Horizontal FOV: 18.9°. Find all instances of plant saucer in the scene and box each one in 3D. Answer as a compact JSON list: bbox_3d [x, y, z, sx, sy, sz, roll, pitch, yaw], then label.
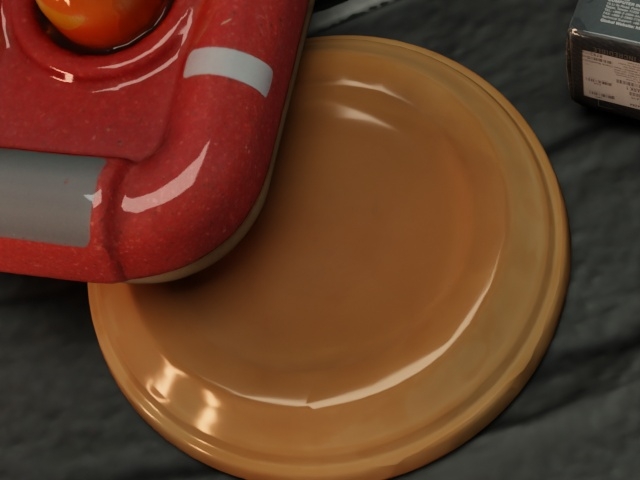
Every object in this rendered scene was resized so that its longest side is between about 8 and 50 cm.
[{"bbox_3d":[0.000,0.000,0.775,0.200,0.037,0.200,-4,65,8],"label":"plant saucer"}]

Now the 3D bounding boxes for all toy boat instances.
[{"bbox_3d":[-0.087,-0.106,0.736,0.151,0.151,0.231,6,67,15],"label":"toy boat"}]

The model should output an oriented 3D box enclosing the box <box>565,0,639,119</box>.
[{"bbox_3d":[0.235,-0.115,0.767,0.232,0.059,0.183,15,65,16],"label":"box"}]
